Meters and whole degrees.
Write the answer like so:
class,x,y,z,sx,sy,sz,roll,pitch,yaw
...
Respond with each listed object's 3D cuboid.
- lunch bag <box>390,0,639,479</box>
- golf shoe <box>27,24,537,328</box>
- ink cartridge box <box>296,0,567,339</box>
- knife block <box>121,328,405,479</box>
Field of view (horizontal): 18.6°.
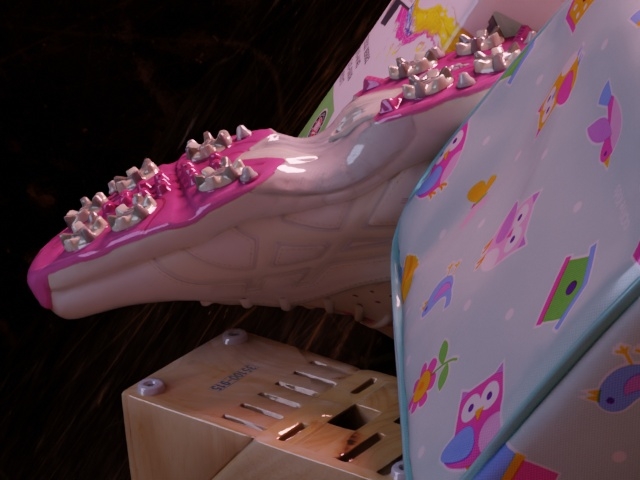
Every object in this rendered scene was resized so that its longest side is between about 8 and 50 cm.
class,x,y,z,sx,sy,sz,roll,pitch,yaw
lunch bag,0.120,0.009,0.831,0.224,0.108,0.279,-54,15,25
golf shoe,0.000,0.000,1.015,0.306,0.140,0.115,-19,19,11
ink cartridge box,0.098,-0.097,1.143,0.278,0.117,0.201,-55,13,17
knife block,-0.014,0.179,1.005,0.275,0.242,0.088,14,30,38
